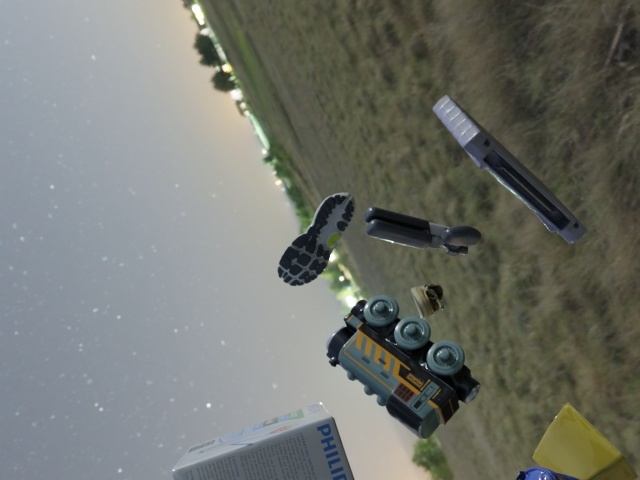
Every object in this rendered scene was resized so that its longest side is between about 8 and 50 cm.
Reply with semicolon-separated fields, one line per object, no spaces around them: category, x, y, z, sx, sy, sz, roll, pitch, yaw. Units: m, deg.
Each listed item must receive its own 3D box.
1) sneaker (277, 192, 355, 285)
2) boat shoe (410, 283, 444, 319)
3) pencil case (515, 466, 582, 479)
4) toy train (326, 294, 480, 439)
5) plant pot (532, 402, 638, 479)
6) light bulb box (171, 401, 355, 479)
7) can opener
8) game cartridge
sneaker;0.000;0.000;1.673;0.107;0.275;0.110;39;-169;0
boat shoe;0.354;0.184;2.203;0.285;0.089;0.104;-40;-70;-79
pencil case;0.626;0.658;1.684;0.306;0.133;0.119;26;-145;-25
toy train;0.163;0.257;1.416;0.334;0.190;0.142;35;161;32
plant pot;0.741;0.631;1.935;0.212;0.187;0.212;46;-178;-44
light bulb box;-0.119;0.550;1.567;0.358;0.361;0.225;119;133;-80
can opener;0.243;-0.031;1.573;0.095;0.284;0.075;-50;36;45
game cartridge;0.392;-0.150;1.424;0.355;0.068;0.230;35;-164;-25
